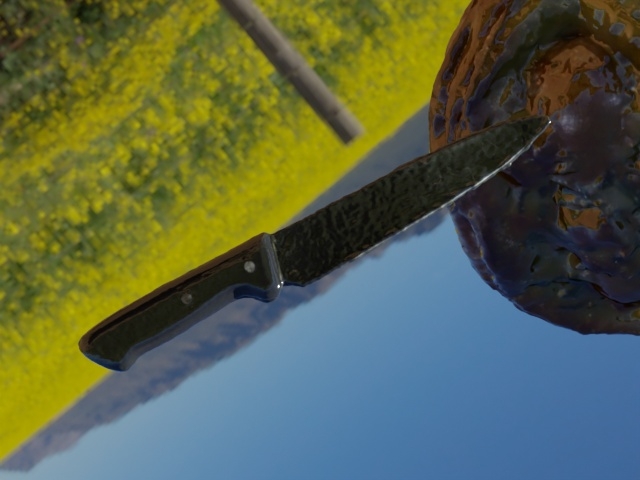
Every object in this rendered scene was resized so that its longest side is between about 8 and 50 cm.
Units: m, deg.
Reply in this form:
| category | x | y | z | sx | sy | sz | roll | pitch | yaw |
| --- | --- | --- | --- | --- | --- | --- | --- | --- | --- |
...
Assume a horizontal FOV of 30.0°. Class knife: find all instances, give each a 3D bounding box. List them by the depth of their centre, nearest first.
| category | x | y | z | sx | sy | sz | roll | pitch | yaw |
| --- | --- | --- | --- | --- | --- | --- | --- | --- | --- |
| knife | 0.000 | 0.000 | 0.387 | 0.170 | 0.023 | 0.010 | -28 | 178 | -2 |

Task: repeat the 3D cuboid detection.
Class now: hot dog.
| category | x | y | z | sx | sy | sz | roll | pitch | yaw |
| --- | --- | --- | --- | --- | --- | --- | --- | --- | --- |
| hot dog | 0.174 | -0.044 | 0.691 | 0.196 | 0.272 | 0.122 | -12 | -132 | 23 |
